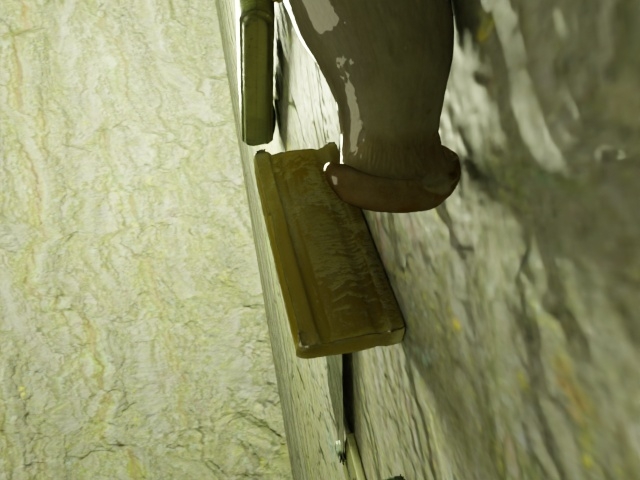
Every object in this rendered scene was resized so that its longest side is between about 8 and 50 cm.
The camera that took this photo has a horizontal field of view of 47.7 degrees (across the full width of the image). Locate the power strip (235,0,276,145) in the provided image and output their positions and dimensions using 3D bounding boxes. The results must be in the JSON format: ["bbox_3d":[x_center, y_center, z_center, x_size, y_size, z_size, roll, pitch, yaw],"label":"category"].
[{"bbox_3d":[-0.099,-0.261,1.148,0.387,0.066,0.092,103,164,-66],"label":"power strip"}]

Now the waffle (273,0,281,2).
[{"bbox_3d":[-0.059,-0.354,0.942,0.078,0.016,0.085,-130,31,-72],"label":"waffle"}]

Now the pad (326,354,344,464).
[{"bbox_3d":[0.015,0.163,0.992,0.159,0.009,0.265,-103,9,-55],"label":"pad"}]

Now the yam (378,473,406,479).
[{"bbox_3d":[0.050,0.316,0.676,0.107,0.107,0.183,118,140,-76],"label":"yam"}]

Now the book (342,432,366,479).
[{"bbox_3d":[0.045,0.323,0.993,0.111,0.014,0.077,91,167,-50],"label":"book"}]

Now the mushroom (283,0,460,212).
[{"bbox_3d":[0.027,-0.119,0.393,0.097,0.088,0.212,-93,-11,-80],"label":"mushroom"}]

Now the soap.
[{"bbox_3d":[0.000,0.001,0.683,0.037,0.092,0.252,93,166,-47],"label":"soap"}]
